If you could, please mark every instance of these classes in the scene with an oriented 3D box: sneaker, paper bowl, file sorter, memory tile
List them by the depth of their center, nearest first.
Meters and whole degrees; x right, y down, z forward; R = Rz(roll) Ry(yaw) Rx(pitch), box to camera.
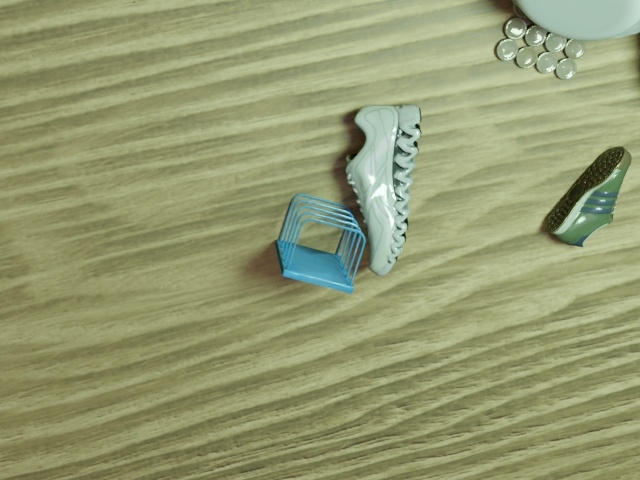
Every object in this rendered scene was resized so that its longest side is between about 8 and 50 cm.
[{"bbox_3d":[0.392,-0.408,1.330,0.284,0.284,0.148,31,66,-15],"label":"paper bowl"},{"bbox_3d":[0.000,0.000,1.504,0.118,0.170,0.105,14,105,-11],"label":"file sorter"},{"bbox_3d":[0.373,-0.335,1.507,0.147,0.012,0.113,15,107,-12],"label":"memory tile"},{"bbox_3d":[0.098,-0.086,1.526,0.118,0.110,0.292,6,101,0],"label":"sneaker"},{"bbox_3d":[0.487,-0.069,1.592,0.086,0.064,0.192,34,103,-24],"label":"sneaker"}]
